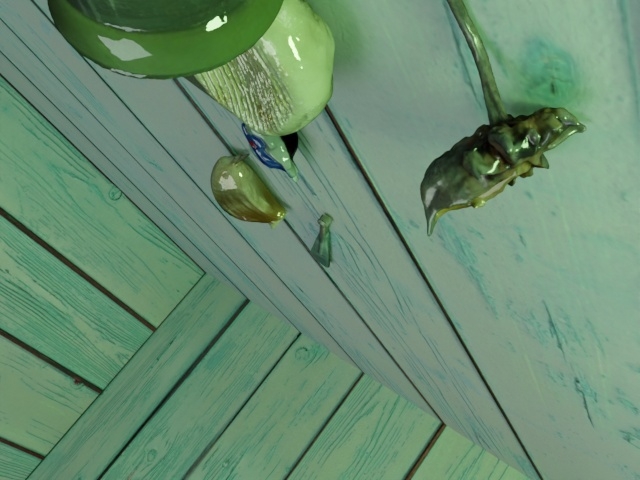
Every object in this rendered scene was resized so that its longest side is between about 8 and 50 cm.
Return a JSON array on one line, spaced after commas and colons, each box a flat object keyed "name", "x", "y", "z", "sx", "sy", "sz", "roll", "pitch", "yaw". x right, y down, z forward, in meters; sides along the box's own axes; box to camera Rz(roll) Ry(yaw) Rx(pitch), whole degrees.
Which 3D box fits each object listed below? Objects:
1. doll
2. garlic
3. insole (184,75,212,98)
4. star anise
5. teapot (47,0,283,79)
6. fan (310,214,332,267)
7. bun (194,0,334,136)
[{"name": "doll", "x": -0.074, "y": -0.153, "z": 0.828, "sx": 0.195, "sy": 0.070, "sz": 0.096, "roll": 57, "pitch": -173, "yaw": -42}, {"name": "garlic", "x": -0.148, "y": -0.109, "z": 1.127, "sx": 0.129, "sy": 0.090, "sz": 0.198, "roll": 13, "pitch": 147, "yaw": 28}, {"name": "insole", "x": -0.170, "y": -0.237, "z": 0.905, "sx": 0.192, "sy": 0.010, "sz": 0.063, "roll": 37, "pitch": 164, "yaw": 12}, {"name": "star anise", "x": 0.092, "y": -0.134, "z": 0.454, "sx": 0.227, "sy": 0.148, "sz": 0.218, "roll": 65, "pitch": -158, "yaw": 5}, {"name": "teapot", "x": -0.153, "y": -0.287, "z": 0.345, "sx": 0.271, "sy": 0.200, "sz": 0.337, "roll": 19, "pitch": 160, "yaw": 6}, {"name": "fan", "x": 0.000, "y": 0.000, "z": 1.175, "sx": 0.057, "sy": 0.023, "sz": 0.282, "roll": 45, "pitch": 166, "yaw": 13}, {"name": "bun", "x": -0.058, "y": -0.197, "z": 0.587, "sx": 0.183, "sy": 0.102, "sz": 0.183, "roll": 32, "pitch": 152, "yaw": 20}]
